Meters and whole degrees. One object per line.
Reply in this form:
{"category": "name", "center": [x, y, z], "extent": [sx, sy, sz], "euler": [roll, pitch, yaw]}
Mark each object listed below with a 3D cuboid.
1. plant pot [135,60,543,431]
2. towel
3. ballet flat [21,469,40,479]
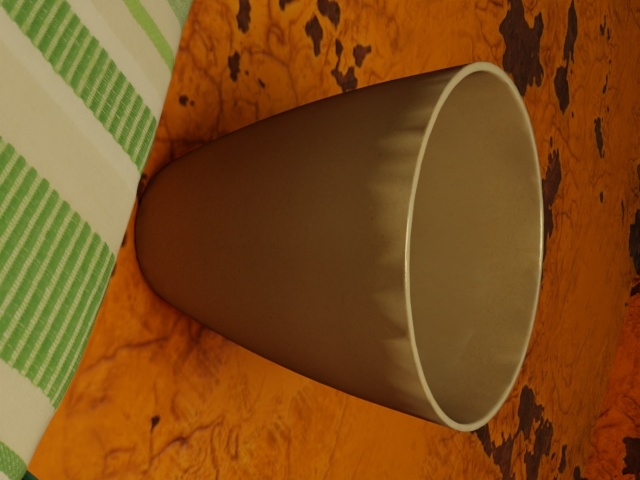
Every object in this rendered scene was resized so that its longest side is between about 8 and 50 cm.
{"category": "plant pot", "center": [0.000, 0.000, 0.705], "extent": [0.256, 0.274, 0.256], "euler": [-7, 98, -59]}
{"category": "towel", "center": [-0.146, -0.086, 0.355], "extent": [0.248, 0.038, 0.324], "euler": [55, 34, -47]}
{"category": "ballet flat", "center": [-0.220, 0.157, 0.525], "extent": [0.139, 0.139, 0.400], "euler": [-53, 131, -42]}
